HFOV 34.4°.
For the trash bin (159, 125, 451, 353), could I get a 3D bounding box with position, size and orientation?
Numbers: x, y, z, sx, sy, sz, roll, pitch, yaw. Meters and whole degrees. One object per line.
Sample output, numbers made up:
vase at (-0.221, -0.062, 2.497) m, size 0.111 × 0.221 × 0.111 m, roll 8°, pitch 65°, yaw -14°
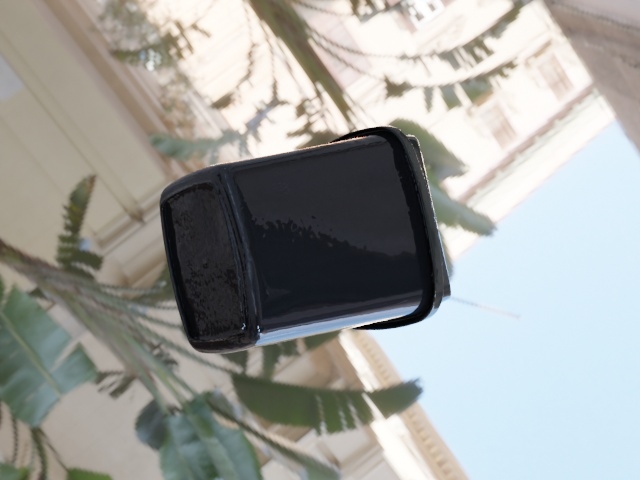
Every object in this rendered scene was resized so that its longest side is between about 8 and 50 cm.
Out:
trash bin at (0.000, 0.000, 1.041) m, size 0.290 × 0.209 × 0.182 m, roll -11°, pitch 179°, yaw -38°
